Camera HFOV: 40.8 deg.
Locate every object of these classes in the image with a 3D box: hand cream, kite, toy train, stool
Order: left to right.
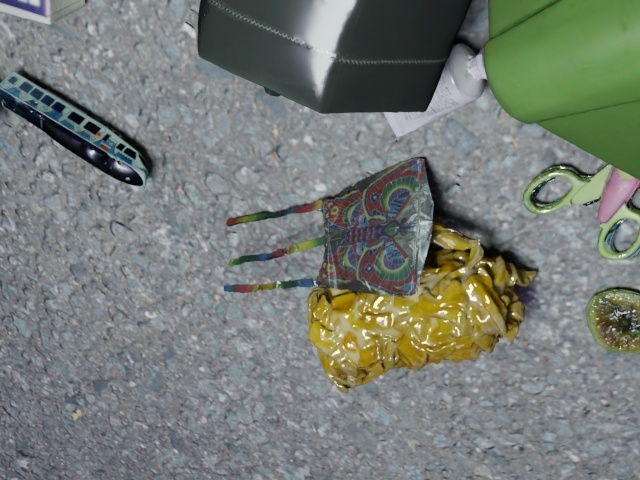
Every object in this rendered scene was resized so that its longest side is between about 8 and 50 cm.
[{"bbox_3d":[-0.289,-0.129,1.028,0.208,0.047,0.043,32,151,4],"label":"toy train"},{"bbox_3d":[0.000,0.000,0.947,0.286,0.152,0.015,-8,155,35],"label":"kite"},{"bbox_3d":[0.009,-0.205,0.726,0.232,0.232,0.141,23,120,10],"label":"stool"},{"bbox_3d":[0.109,-0.153,0.833,0.142,0.053,0.084,-11,116,47],"label":"hand cream"}]

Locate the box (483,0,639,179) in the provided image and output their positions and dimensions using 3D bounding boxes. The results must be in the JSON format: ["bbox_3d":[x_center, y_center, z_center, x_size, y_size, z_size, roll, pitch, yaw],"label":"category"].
[{"bbox_3d":[0.254,-0.157,0.570,0.329,0.252,0.178,17,156,-38],"label":"box"}]

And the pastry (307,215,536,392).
[{"bbox_3d":[0.102,0.066,0.930,0.250,0.102,0.154,-23,77,27],"label":"pastry"}]

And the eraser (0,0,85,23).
[{"bbox_3d":[-0.306,-0.370,0.857,0.124,0.081,0.278,19,127,13],"label":"eraser"}]

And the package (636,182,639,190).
[{"bbox_3d":[0.357,-0.077,0.759,0.121,0.031,0.108,12,127,3],"label":"package"}]

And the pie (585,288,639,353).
[{"bbox_3d":[0.318,0.085,0.899,0.084,0.021,0.084,12,126,17],"label":"pie"}]

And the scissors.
[{"bbox_3d":[0.292,-0.066,0.813,0.134,0.020,0.187,30,128,-3],"label":"scissors"}]
